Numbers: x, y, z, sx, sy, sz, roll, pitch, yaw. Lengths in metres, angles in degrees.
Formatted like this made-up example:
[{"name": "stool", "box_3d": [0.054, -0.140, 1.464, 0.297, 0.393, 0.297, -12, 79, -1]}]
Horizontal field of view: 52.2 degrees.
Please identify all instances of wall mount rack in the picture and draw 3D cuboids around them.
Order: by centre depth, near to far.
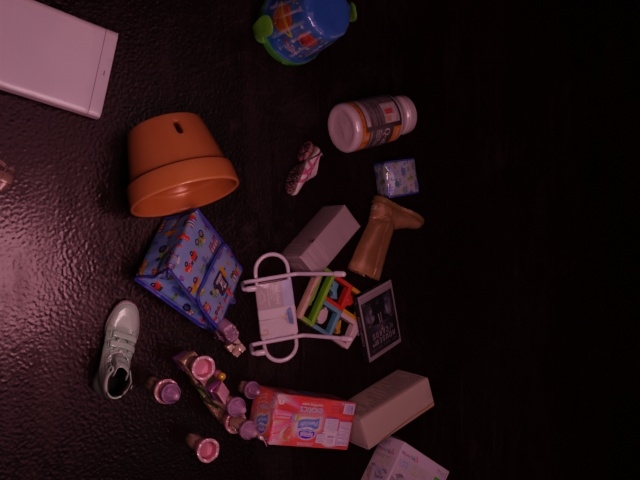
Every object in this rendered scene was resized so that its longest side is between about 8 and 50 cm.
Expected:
[{"name": "wall mount rack", "box_3d": [-0.074, 0.208, 1.942, 0.304, 0.130, 0.350, -9, 102, -12]}]

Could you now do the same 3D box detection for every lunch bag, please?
[{"name": "lunch bag", "box_3d": [-0.336, 0.096, 1.803, 0.293, 0.138, 0.221, 51, 40, -37]}, {"name": "lunch bag", "box_3d": [0.269, -0.216, 2.257, 0.151, 0.096, 0.129, -11, 97, -25]}]

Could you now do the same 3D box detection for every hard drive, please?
[{"name": "hard drive", "box_3d": [-0.696, -0.465, 1.605, 0.353, 0.047, 0.233, 14, 82, -34]}]

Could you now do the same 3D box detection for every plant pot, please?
[{"name": "plant pot", "box_3d": [-0.380, -0.203, 1.711, 0.291, 0.291, 0.203, -13, 81, -34]}]

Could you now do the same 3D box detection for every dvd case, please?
[{"name": "dvd case", "box_3d": [0.195, 0.272, 2.227, 0.179, 0.029, 0.239, -24, 109, -41]}]

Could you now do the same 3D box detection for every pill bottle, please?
[{"name": "pill bottle", "box_3d": [0.175, -0.392, 2.148, 0.278, 0.162, 0.162, -19, 101, -33]}]

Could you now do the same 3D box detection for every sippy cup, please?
[{"name": "sippy cup", "box_3d": [-0.036, -0.663, 1.958, 0.240, 0.224, 0.305, 43, 67, -28]}]

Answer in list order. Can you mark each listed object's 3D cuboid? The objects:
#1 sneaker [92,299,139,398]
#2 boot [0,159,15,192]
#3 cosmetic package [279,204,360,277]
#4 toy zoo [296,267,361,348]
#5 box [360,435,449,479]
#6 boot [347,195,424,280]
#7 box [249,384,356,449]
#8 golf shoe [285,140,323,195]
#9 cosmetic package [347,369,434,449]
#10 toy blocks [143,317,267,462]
[{"name": "sneaker", "box_3d": [-0.507, 0.284, 1.686, 0.094, 0.151, 0.256, 18, 79, -32]}, {"name": "boot", "box_3d": [-0.793, -0.161, 1.550, 0.118, 0.042, 0.087, 36, 65, -31]}, {"name": "cosmetic package", "box_3d": [0.000, 0.000, 2.053, 0.107, 0.127, 0.238, 50, 63, -25]}, {"name": "toy zoo", "box_3d": [0.055, 0.228, 2.140, 0.293, 0.030, 0.192, 37, 69, -36]}, {"name": "box", "box_3d": [0.285, 0.838, 2.268, 0.262, 0.127, 0.231, 40, 71, -28]}, {"name": "boot", "box_3d": [0.224, 0.009, 2.242, 0.236, 0.089, 0.269, 23, 79, -26]}, {"name": "box", "box_3d": [-0.056, 0.546, 2.011, 0.300, 0.142, 0.154, 15, 82, -34]}, {"name": "golf shoe", "box_3d": [-0.044, -0.216, 2.054, 0.086, 0.067, 0.186, 34, 71, -32]}, {"name": "cosmetic package", "box_3d": [0.214, 0.560, 2.192, 0.309, 0.160, 0.113, -24, 104, -31]}, {"name": "toy blocks", "box_3d": [-0.266, 0.413, 1.790, 0.309, 0.260, 0.288, -40, 112, -28]}]
